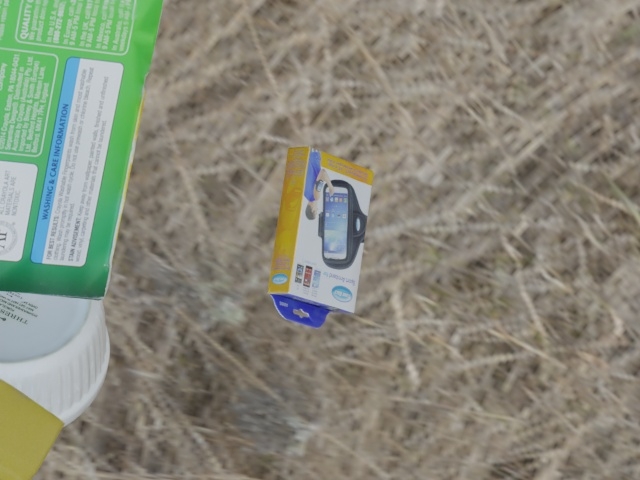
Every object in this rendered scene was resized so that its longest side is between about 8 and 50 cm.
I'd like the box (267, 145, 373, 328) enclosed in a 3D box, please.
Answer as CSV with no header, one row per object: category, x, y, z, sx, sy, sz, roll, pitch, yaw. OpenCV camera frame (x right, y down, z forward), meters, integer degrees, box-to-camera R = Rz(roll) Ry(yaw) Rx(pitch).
box,0.000,0.000,1.448,0.028,0.081,0.136,-4,75,42

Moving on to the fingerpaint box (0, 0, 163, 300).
fingerpaint box,-0.240,-0.236,1.441,0.371,0.163,0.444,-120,40,-58

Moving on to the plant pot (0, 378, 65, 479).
plant pot,-0.263,0.158,1.387,0.081,0.081,0.083,-3,56,40

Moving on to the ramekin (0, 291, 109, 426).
ramekin,-0.309,0.084,1.784,0.207,0.109,0.207,6,52,-7
